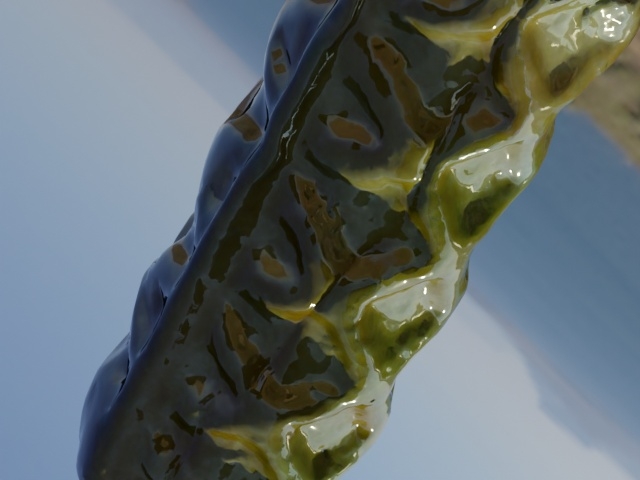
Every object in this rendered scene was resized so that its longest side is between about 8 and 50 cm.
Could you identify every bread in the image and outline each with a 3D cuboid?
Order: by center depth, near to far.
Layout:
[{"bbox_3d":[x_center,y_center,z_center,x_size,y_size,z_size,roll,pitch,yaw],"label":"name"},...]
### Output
[{"bbox_3d":[0.001,0.001,0.534,0.098,0.269,0.087,37,-153,16],"label":"bread"}]
